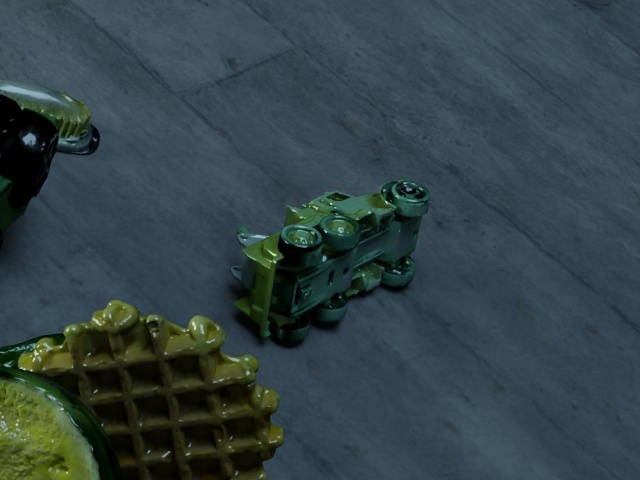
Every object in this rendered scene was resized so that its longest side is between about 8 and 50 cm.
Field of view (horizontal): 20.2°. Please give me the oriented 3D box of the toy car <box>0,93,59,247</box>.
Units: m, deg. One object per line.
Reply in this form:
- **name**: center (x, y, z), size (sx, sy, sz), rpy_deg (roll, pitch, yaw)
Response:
- **toy car**: center (-0.400, -0.055, 1.824), size (0.213, 0.176, 0.358), rpy_deg (21, 43, -2)

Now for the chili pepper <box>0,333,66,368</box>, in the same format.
- **chili pepper**: center (-0.290, 0.131, 1.727), size (0.257, 0.100, 0.074), rpy_deg (-5, 89, -23)

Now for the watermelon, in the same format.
- **watermelon**: center (-0.261, 0.213, 1.582), size (0.232, 0.204, 0.127), rpy_deg (38, 17, 8)

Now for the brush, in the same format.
- **brush**: center (-0.388, -0.162, 2.028), size (0.297, 0.060, 0.068), rpy_deg (11, 43, -15)

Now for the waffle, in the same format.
- **waffle**: center (-0.164, 0.172, 1.666), size (0.253, 0.249, 0.056), rpy_deg (45, 20, -21)

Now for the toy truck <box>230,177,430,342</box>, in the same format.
- **toy truck**: center (0.004, 0.000, 1.993), size (0.260, 0.128, 0.135), rpy_deg (-22, 44, -41)
